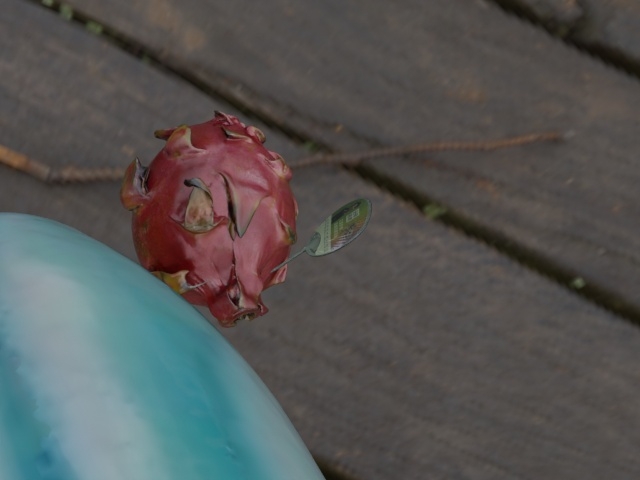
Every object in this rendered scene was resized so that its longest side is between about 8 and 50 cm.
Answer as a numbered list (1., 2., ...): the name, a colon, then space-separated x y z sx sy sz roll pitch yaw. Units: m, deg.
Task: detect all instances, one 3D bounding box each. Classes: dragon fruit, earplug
1. dragon fruit: -0.080 -0.010 1.354 0.136 0.133 0.166 12 54 -41
2. earplug: -0.056 0.109 0.497 0.185 0.185 0.324 -13 46 -19

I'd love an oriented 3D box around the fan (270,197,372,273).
1. fan: 0.006 -0.006 1.234 0.003 0.080 0.060 52 45 -21
